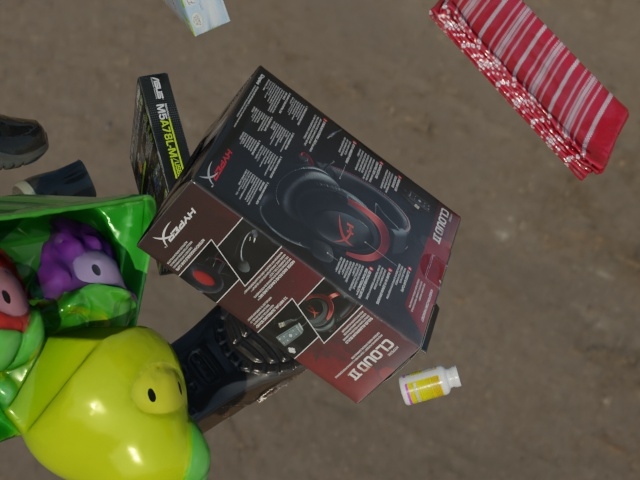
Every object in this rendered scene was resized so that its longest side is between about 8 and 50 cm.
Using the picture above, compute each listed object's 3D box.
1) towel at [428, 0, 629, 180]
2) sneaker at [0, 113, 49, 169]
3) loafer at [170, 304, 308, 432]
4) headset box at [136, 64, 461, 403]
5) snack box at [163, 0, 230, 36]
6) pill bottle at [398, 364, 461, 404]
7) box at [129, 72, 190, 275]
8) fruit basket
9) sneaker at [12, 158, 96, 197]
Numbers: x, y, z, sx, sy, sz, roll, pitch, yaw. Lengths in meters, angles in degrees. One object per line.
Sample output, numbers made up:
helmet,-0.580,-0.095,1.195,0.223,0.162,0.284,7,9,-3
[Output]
towel,0.258,-0.210,1.669,0.275,0.031,0.199,46,36,-5
sneaker,-0.528,-0.176,1.970,0.341,0.139,0.125,1,11,-45
loafer,-0.117,0.154,1.788,0.366,0.130,0.134,-28,77,-13
headset box,0.000,0.000,1.353,0.293,0.110,0.218,36,38,-11
snack box,-0.230,-0.445,2.226,0.070,0.174,0.207,-27,35,-11
pill bottle,0.155,0.202,1.969,0.083,0.043,0.043,-16,45,7
box,-0.195,-0.080,1.732,0.045,0.190,0.184,-12,63,-17
fruit basket,-0.263,0.105,1.433,0.392,0.283,0.392,11,12,-2
sneaker,-0.401,-0.019,2.165,0.118,0.222,0.083,-27,54,-28
